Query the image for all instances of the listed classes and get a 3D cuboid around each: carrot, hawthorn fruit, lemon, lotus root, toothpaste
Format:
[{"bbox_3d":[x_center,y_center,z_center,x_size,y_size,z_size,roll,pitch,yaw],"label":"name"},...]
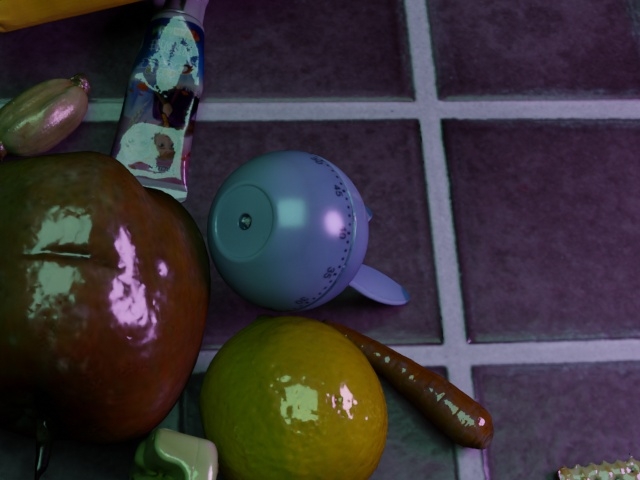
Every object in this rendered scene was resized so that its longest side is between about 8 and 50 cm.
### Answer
[{"bbox_3d":[0.088,0.142,1.224,0.216,0.048,0.048,36,66,17],"label":"carrot"},{"bbox_3d":[-0.234,0.078,1.106,0.268,0.268,0.301,0,71,-5],"label":"hawthorn fruit"},{"bbox_3d":[-0.027,0.159,1.127,0.178,0.178,0.203,-13,65,-11],"label":"lemon"},{"bbox_3d":[-0.315,-0.132,1.312,0.150,0.062,0.073,-39,65,-21],"label":"lotus root"},{"bbox_3d":[-0.178,-0.172,1.355,0.096,0.061,0.266,9,69,-2],"label":"toothpaste"}]

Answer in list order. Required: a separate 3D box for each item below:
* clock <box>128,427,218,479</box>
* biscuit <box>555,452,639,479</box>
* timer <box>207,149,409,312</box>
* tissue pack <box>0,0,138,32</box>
[{"bbox_3d":[-0.156,0.291,1.052,0.069,0.170,0.232,18,65,-12],"label":"clock"},{"bbox_3d":[0.343,0.282,1.188,0.203,0.016,0.144,-5,64,-7],"label":"biscuit"},{"bbox_3d":[-0.020,0.006,1.197,0.175,0.255,0.175,-4,72,13],"label":"timer"},{"bbox_3d":[-0.231,-0.424,1.349,0.382,0.228,0.293,-17,47,-12],"label":"tissue pack"}]
